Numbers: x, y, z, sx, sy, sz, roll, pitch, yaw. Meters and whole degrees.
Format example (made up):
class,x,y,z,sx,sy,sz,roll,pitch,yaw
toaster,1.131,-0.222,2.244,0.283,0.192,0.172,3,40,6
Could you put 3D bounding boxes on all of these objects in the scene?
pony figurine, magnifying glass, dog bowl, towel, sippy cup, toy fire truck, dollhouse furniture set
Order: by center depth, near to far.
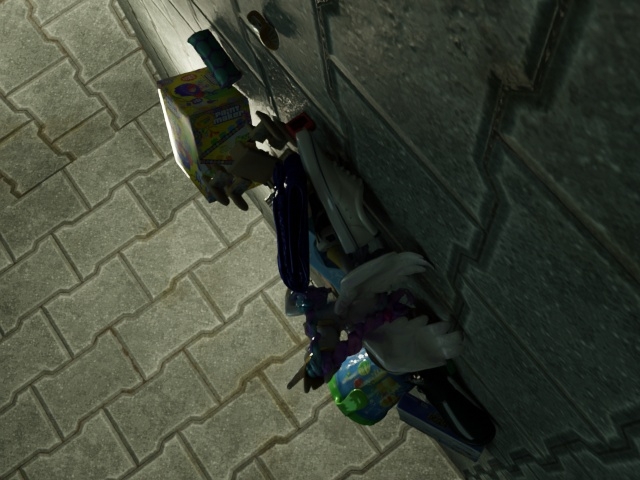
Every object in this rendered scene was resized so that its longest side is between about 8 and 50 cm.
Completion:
class,x,y,z,sx,sy,sz,roll,pitch,yaw
toy fire truck,0.008,-0.158,1.509,0.192,0.047,0.135,52,173,18
pony figurine,0.081,0.141,1.517,0.363,0.351,0.303,-99,-17,-61
towel,-0.063,-0.046,1.539,0.308,0.076,0.227,-94,3,-72
dollhouse furniture set,-0.110,-0.148,1.731,0.161,0.212,0.242,52,-160,26
dog bowl,0.017,0.031,1.908,0.297,0.074,0.166,43,-165,-6
magnifying glass,0.317,0.330,1.927,0.092,0.026,0.231,50,173,26
sippy cup,0.179,0.413,2.251,0.240,0.224,0.305,30,-142,-24

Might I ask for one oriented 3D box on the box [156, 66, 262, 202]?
class,x,y,z,sx,sy,sz,roll,pitch,yaw
box,-0.319,-0.312,2.133,0.290,0.177,0.279,46,151,48

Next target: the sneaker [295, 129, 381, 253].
class,x,y,z,sx,sy,sz,roll,pitch,yaw
sneaker,0.034,-0.105,1.433,0.258,0.091,0.094,64,178,-12

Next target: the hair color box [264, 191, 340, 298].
class,x,y,z,sx,sy,sz,roll,pitch,yaw
hair color box,0.000,0.000,2.076,0.374,0.113,0.185,54,173,-4

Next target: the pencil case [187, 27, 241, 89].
class,x,y,z,sx,sy,sz,roll,pitch,yaw
pencil case,-0.263,-0.450,1.831,0.151,0.064,0.070,55,157,-4

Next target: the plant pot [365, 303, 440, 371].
class,x,y,z,sx,sy,sz,roll,pitch,yaw
plant pot,0.199,0.223,1.693,0.167,0.167,0.165,54,166,-1

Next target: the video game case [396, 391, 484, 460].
class,x,y,z,sx,sy,sz,roll,pitch,yaw
video game case,0.361,0.556,2.193,0.269,0.061,0.244,26,163,17

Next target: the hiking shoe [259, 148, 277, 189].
class,x,y,z,sx,sy,sz,roll,pitch,yaw
hiking shoe,-0.170,-0.225,2.229,0.114,0.086,0.227,50,174,6

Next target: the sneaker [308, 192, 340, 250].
class,x,y,z,sx,sy,sz,roll,pitch,yaw
sneaker,0.019,-0.052,1.651,0.217,0.079,0.121,100,155,-78

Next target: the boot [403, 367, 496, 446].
class,x,y,z,sx,sy,sz,roll,pitch,yaw
boot,0.311,0.393,1.845,0.246,0.094,0.207,42,175,47

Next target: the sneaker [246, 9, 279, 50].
class,x,y,z,sx,sy,sz,roll,pitch,yaw
sneaker,-0.095,-0.365,1.289,0.083,0.032,0.037,58,-172,10

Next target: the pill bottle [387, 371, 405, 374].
class,x,y,z,sx,sy,sz,roll,pitch,yaw
pill bottle,0.201,0.285,2.017,0.136,0.136,0.245,50,172,27
